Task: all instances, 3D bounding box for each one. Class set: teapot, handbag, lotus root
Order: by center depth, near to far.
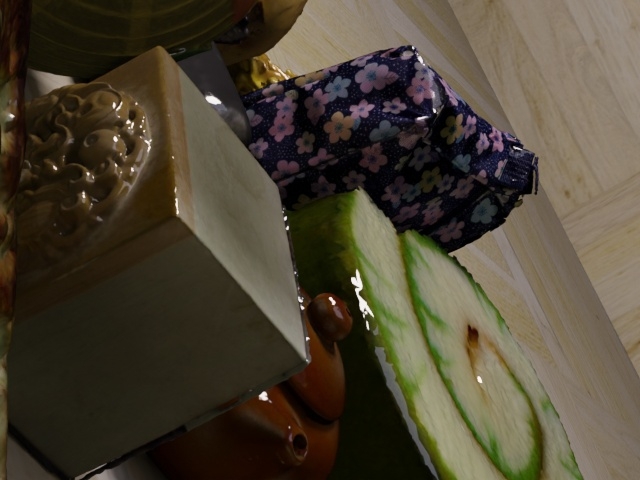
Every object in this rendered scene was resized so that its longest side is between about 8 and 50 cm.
[{"bbox_3d":[-0.042,0.062,1.099,0.178,0.135,0.252,56,14,-29],"label":"teapot"},{"bbox_3d":[0.038,-0.057,1.424,0.208,0.228,0.127,34,42,-54],"label":"handbag"},{"bbox_3d":[-0.078,-0.218,1.506,0.146,0.160,0.284,16,20,-4],"label":"lotus root"}]

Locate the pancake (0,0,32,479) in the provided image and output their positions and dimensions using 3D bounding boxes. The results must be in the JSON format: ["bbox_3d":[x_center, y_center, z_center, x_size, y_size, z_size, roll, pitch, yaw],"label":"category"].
[{"bbox_3d":[-0.144,-0.039,0.680,0.427,0.067,0.305,107,-16,-60],"label":"pancake"}]

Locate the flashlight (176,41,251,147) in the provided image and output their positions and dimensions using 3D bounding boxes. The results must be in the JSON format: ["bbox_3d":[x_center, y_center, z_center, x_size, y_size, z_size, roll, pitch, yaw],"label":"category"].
[{"bbox_3d":[-0.160,-0.218,1.372,0.103,0.103,0.424,39,22,-55],"label":"flashlight"}]

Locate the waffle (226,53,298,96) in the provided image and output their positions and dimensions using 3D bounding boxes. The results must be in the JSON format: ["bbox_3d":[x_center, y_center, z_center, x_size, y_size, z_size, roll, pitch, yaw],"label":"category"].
[{"bbox_3d":[0.006,-0.080,1.632,0.228,0.051,0.231,44,8,-37],"label":"waffle"}]

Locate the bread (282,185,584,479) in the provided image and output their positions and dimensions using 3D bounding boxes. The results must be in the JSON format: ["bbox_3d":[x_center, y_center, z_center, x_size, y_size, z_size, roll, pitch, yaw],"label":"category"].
[{"bbox_3d":[0.062,0.133,1.320,0.382,0.129,0.366,57,18,-13],"label":"bread"}]

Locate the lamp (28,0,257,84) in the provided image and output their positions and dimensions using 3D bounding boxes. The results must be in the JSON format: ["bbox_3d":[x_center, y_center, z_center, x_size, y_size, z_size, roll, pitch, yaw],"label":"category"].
[{"bbox_3d":[-0.144,-0.221,1.142,0.250,0.250,0.284,54,-10,-21],"label":"lamp"}]

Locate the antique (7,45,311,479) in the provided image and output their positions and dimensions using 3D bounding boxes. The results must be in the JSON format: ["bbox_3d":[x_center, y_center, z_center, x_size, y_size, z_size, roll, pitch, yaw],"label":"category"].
[{"bbox_3d":[-0.109,0.008,0.934,0.148,0.152,0.147,52,17,-39],"label":"antique"}]
